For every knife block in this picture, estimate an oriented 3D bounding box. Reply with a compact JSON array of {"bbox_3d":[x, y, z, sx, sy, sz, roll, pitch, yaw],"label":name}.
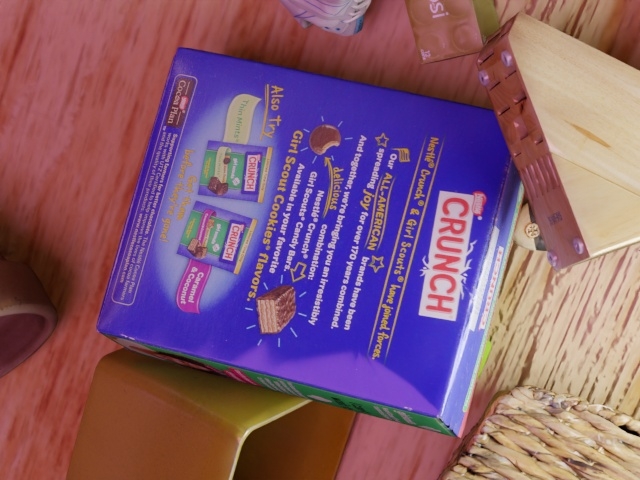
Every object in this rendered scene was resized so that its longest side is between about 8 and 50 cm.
[{"bbox_3d":[0.285,-0.078,1.603,0.242,0.088,0.276,-20,86,-16],"label":"knife block"}]

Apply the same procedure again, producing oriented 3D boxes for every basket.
[{"bbox_3d":[0.247,0.268,1.768,0.299,0.223,0.213,33,83,8],"label":"basket"}]

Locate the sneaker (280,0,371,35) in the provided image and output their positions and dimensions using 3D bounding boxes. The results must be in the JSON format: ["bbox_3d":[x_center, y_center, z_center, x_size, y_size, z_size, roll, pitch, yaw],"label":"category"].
[{"bbox_3d":[0.025,-0.216,1.680,0.190,0.071,0.083,5,129,60],"label":"sneaker"}]

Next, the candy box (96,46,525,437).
[{"bbox_3d":[0.000,0.000,1.703,0.317,0.122,0.268,13,82,17],"label":"candy box"}]

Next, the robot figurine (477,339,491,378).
[{"bbox_3d":[0.101,0.097,1.781,0.101,0.067,0.115,12,111,23],"label":"robot figurine"}]

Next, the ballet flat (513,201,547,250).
[{"bbox_3d":[0.242,-0.023,1.697,0.173,0.049,0.057,-10,102,24],"label":"ballet flat"}]

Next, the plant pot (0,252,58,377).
[{"bbox_3d":[-0.413,0.032,1.879,0.263,0.263,0.229,-35,74,27],"label":"plant pot"}]

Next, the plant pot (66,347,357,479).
[{"bbox_3d":[-0.110,0.192,1.829,0.187,0.212,0.212,29,116,25],"label":"plant pot"}]

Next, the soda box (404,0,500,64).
[{"bbox_3d":[0.099,-0.247,1.673,0.061,0.058,0.181,-10,104,24],"label":"soda box"}]
